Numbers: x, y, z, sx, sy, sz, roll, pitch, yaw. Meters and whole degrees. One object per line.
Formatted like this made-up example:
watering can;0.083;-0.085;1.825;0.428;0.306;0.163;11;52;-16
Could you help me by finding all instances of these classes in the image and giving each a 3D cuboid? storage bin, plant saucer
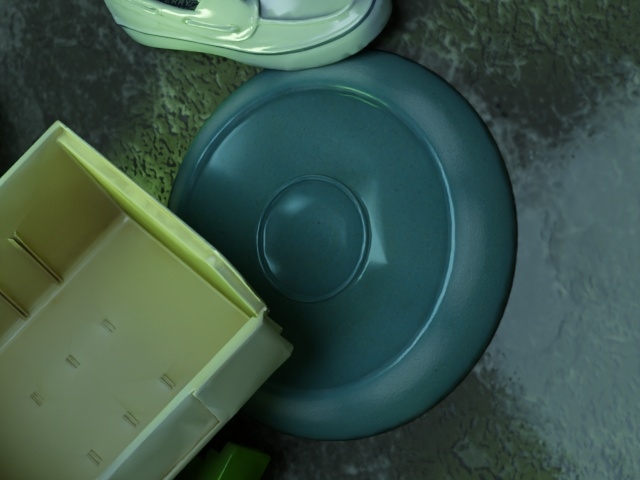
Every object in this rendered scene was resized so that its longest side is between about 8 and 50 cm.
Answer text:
storage bin;-0.197;0.086;1.449;0.262;0.123;0.260;-46;45;-7
plant saucer;0.000;0.000;1.513;0.318;0.044;0.317;-3;84;29

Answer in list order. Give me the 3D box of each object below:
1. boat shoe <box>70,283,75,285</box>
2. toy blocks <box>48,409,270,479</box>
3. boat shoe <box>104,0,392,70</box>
boat shoe;-0.214;0.059;1.621;0.135;0.050;0.045;-6;86;38
toy blocks;-0.239;0.276;1.549;0.261;0.191;0.381;30;94;38
boat shoe;-0.071;-0.196;1.532;0.258;0.084;0.095;2;64;28
